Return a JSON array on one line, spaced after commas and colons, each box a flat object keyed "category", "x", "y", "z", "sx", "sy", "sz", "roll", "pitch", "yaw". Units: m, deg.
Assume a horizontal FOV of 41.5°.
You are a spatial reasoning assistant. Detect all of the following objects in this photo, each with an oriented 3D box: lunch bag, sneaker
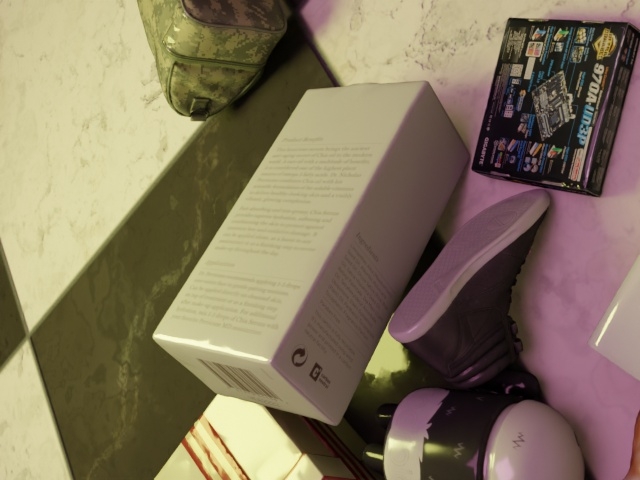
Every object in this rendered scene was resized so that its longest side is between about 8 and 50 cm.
[{"category": "lunch bag", "x": -0.218, "y": -0.400, "z": 1.506, "sx": 0.256, "sy": 0.213, "sz": 0.305, "roll": -49, "pitch": 51, "yaw": 46}, {"category": "sneaker", "x": 0.225, "y": 0.068, "z": 1.106, "sx": 0.296, "sy": 0.147, "sz": 0.105, "roll": -46, "pitch": 20, "yaw": -20}]

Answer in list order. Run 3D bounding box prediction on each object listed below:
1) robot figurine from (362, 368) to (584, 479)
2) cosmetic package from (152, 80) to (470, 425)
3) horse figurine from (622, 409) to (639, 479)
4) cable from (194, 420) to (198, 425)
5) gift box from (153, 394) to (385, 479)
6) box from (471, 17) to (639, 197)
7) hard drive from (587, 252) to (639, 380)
[{"category": "robot figurine", "x": 0.194, "y": 0.279, "z": 1.076, "sx": 0.278, "sy": 0.174, "sz": 0.209, "roll": -1, "pitch": 97, "yaw": 41}, {"category": "cosmetic package", "x": 0.000, "y": 0.000, "z": 1.154, "sx": 0.230, "sy": 0.161, "sz": 0.453, "roll": 6, "pitch": 56, "yaw": 42}, {"category": "horse figurine", "x": 0.388, "y": 0.316, "z": 0.969, "sx": 0.174, "sy": 0.066, "sz": 0.263, "roll": 39, "pitch": 106, "yaw": 30}, {"category": "cable", "x": -0.174, "y": 0.460, "z": 1.464, "sx": 0.140, "sy": 0.072, "sz": 0.287, "roll": 11, "pitch": 103, "yaw": 25}, {"category": "gift box", "x": -0.055, "y": 0.383, "z": 1.227, "sx": 0.258, "sy": 0.255, "sz": 0.276, "roll": 42, "pitch": 105, "yaw": 39}, {"category": "box", "x": 0.308, "y": -0.181, "z": 1.119, "sx": 0.175, "sy": 0.051, "sz": 0.220, "roll": 15, "pitch": 94, "yaw": 42}, {"category": "hard drive", "x": 0.473, "y": 0.028, "z": 0.908, "sx": 0.233, "sy": 0.047, "sz": 0.352, "roll": 38, "pitch": 110, "yaw": 38}]
